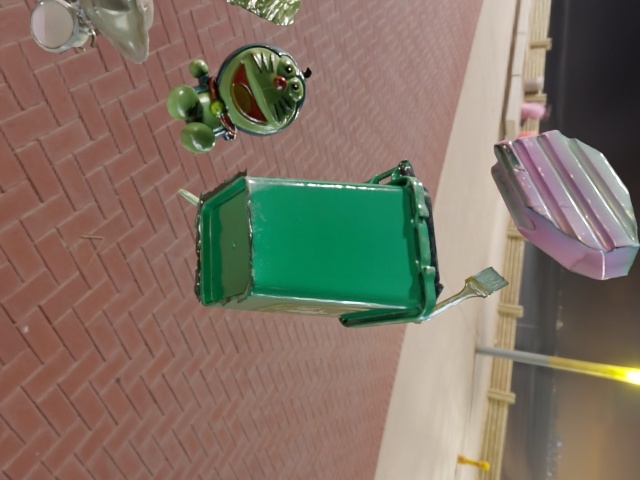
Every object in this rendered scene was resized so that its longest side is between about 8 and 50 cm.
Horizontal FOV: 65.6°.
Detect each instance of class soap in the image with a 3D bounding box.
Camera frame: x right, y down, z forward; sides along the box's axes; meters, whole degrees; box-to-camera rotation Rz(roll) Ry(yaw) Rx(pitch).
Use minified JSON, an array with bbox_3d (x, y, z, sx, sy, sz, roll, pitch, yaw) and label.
[{"bbox_3d":[0.485,-0.076,0.984,0.109,0.193,0.324,74,5,-50],"label":"soap"}]

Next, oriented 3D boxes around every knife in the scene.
[{"bbox_3d":[-0.332,-0.088,1.498,0.043,0.020,0.293,60,10,28],"label":"knife"}]

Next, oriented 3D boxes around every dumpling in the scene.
[{"bbox_3d":[-0.489,-0.577,1.251,0.204,0.293,0.163,39,68,-29],"label":"dumpling"}]

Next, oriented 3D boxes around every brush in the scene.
[{"bbox_3d":[0.283,0.125,1.044,0.082,0.218,0.010,35,34,-32],"label":"brush"}]

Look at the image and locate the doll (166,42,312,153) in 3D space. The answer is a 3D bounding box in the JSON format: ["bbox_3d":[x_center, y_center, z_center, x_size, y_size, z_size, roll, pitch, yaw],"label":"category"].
[{"bbox_3d":[-0.170,-0.320,1.099,0.186,0.322,0.198,-120,-167,-70],"label":"doll"}]

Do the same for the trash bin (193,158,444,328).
[{"bbox_3d":[0.000,0.000,0.855,0.381,0.259,0.295,6,75,-36],"label":"trash bin"}]

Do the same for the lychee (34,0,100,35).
[{"bbox_3d":[-0.745,-0.781,1.549,0.300,0.300,0.300,5,90,-65],"label":"lychee"}]

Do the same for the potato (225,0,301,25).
[{"bbox_3d":[-0.176,-0.562,0.874,0.212,0.280,0.330,-57,162,22],"label":"potato"}]

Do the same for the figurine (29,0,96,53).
[{"bbox_3d":[-0.652,-0.540,1.292,0.153,0.132,0.132,-61,152,-79],"label":"figurine"}]
